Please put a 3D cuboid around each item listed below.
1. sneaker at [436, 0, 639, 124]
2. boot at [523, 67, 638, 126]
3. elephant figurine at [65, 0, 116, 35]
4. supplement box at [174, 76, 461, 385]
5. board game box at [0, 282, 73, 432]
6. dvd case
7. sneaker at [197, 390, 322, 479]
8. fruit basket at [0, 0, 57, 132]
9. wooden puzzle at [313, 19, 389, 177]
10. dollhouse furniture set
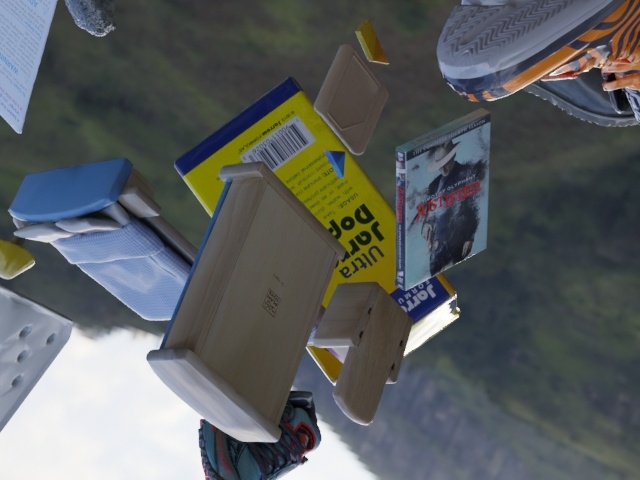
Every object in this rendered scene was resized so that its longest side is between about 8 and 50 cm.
[{"bbox_3d":[0.225,-0.146,1.306,0.321,0.180,0.125,-36,-148,-31],"label":"sneaker"},{"bbox_3d":[0.264,-0.222,1.736,0.190,0.208,0.076,19,-128,14],"label":"boot"},{"bbox_3d":[-0.259,-0.255,1.347,0.186,0.239,0.169,29,-135,8],"label":"elephant figurine"},{"bbox_3d":[0.000,0.000,2.217,0.356,0.195,0.194,53,179,13],"label":"supplement box"},{"bbox_3d":[-0.377,0.161,1.160,0.050,0.390,0.390,36,178,22],"label":"board game box"},{"bbox_3d":[0.089,-0.030,1.249,0.087,0.119,0.013,-25,-141,-33],"label":"dvd case"},{"bbox_3d":[-0.065,0.230,1.997,0.125,0.104,0.262,-10,-164,12],"label":"sneaker"},{"bbox_3d":[-0.321,-0.331,1.582,0.165,0.353,0.327,-21,-129,-40],"label":"fruit basket"},{"bbox_3d":[0.025,-0.117,1.406,0.014,0.116,0.078,7,148,38],"label":"wooden puzzle"},{"bbox_3d":[-0.133,0.087,1.564,0.303,0.198,0.286,-4,143,39],"label":"dollhouse furniture set"}]
